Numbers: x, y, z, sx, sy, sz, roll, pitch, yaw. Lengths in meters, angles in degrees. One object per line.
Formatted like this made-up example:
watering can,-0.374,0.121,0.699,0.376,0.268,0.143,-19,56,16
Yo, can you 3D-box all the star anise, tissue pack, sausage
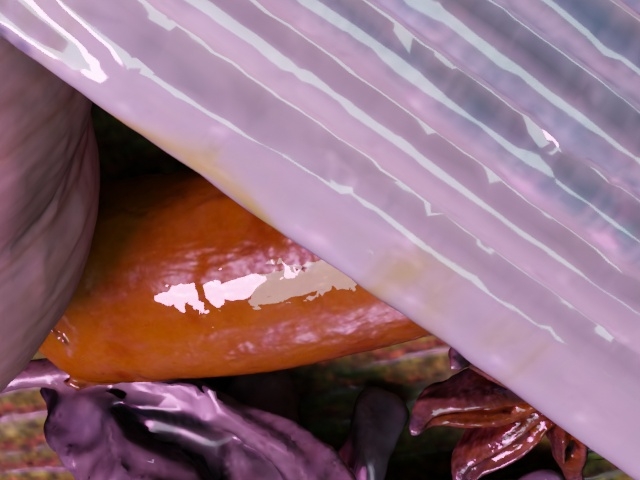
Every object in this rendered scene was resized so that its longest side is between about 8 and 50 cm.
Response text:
star anise,-0.040,0.180,0.788,0.359,0.139,0.316,-22,87,2
tissue pack,0.113,-0.069,0.543,0.388,0.287,0.162,35,122,-12
star anise,0.103,0.063,0.735,0.141,0.042,0.141,-10,136,-10
sausage,-0.001,-0.001,0.717,0.270,0.109,0.109,-14,118,15

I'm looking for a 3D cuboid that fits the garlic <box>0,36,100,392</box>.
garlic,-0.229,-0.068,0.633,0.322,0.241,0.322,5,121,8
